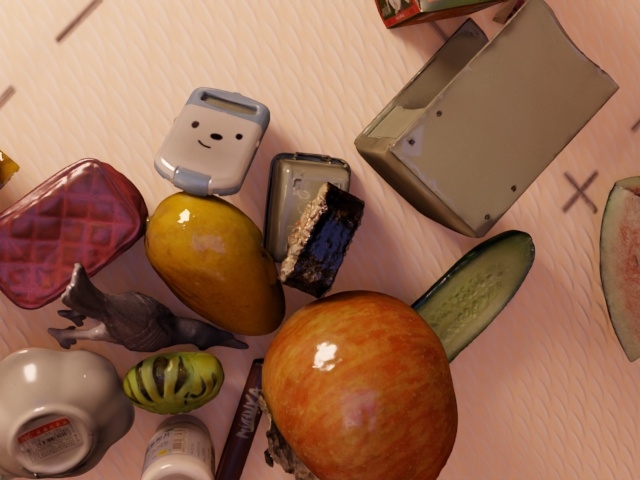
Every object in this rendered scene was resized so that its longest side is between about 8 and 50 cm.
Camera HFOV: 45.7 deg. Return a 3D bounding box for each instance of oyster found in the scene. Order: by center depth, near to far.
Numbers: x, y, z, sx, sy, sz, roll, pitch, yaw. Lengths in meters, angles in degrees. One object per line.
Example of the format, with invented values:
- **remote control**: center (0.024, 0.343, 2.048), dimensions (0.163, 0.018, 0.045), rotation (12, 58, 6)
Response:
- **oyster**: center (-0.050, 0.305, 1.150), dimensions (0.061, 0.200, 0.106), rotation (-17, 59, 5)

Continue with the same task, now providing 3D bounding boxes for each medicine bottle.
- **medicine bottle**: center (-0.202, 0.325, 1.085), dimensions (0.102, 0.187, 0.103), rotation (-1, 100, -8)

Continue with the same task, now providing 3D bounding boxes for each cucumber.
- **cucumber**: center (0.230, 0.077, 1.169), dimensions (0.244, 0.063, 0.115), rotation (-41, 109, 0)

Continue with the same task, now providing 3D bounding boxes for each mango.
- **mango**: center (-0.137, 0.039, 1.057), dimensions (0.167, 0.130, 0.262), rotation (4, 142, 29)

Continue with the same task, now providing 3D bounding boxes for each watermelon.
- **watermelon**: center (0.590, 0.063, 1.137), dimensions (0.283, 0.292, 0.250), rotation (-9, 130, -7)

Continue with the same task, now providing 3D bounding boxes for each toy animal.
- **toy animal**: center (-0.279, 0.108, 1.044), dimensions (0.206, 0.367, 0.081), rotation (-7, 68, 26)

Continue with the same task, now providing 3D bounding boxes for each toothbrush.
- **toothbrush**: center (-0.139, 0.353, 1.174), dimensions (0.041, 0.041, 0.364), rotation (17, 96, -10)

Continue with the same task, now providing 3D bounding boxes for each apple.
- **apple**: center (0.068, 0.216, 1.060), dimensions (0.250, 0.277, 0.309), rotation (-39, 137, -7)

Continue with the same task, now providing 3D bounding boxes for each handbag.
- **handbag**: center (-0.349, -0.012, 1.039), dimensions (0.225, 0.135, 0.146), rotation (-37, 100, -5)

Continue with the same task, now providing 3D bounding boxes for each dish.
- **dish**: center (-0.371, 0.261, 1.052), dimensions (0.229, 0.081, 0.229), rotation (-6, 113, -15)

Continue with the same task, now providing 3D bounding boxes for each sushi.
- **sushi**: center (0.000, 0.000, 1.017), dimensions (0.078, 0.090, 0.150), rotation (25, 96, -8)

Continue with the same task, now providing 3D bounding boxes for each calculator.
- **calculator**: center (-0.144, -0.138, 1.033), dimensions (0.121, 0.210, 0.039), rotation (18, 139, 0)

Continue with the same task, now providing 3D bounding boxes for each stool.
- **stool**: center (0.207, -0.165, 1.035), dimensions (0.170, 0.243, 0.270), rotation (43, 92, -13)

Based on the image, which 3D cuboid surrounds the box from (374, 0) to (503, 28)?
- **box**: center (0.154, -0.390, 1.015), dimensions (0.148, 0.195, 0.177), rotation (-12, 101, -6)

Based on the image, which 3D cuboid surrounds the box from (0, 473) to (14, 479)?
- **box**: center (-0.513, 0.302, 1.113), dimensions (0.285, 0.044, 0.142), rotation (-26, 98, -4)

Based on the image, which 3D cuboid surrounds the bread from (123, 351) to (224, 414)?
- **bread**: center (-0.210, 0.209, 1.098), dimensions (0.130, 0.071, 0.139), rotation (-30, 147, 29)

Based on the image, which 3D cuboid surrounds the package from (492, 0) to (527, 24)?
- **package**: center (0.294, -0.356, 1.126), dimensions (0.059, 0.029, 0.083), rotation (14, 107, -17)

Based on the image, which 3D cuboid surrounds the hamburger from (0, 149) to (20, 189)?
- **hamburger**: center (-0.534, -0.081, 0.965), dimensions (0.243, 0.138, 0.262), rotation (33, 88, 20)

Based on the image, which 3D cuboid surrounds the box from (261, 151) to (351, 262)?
- **box**: center (-0.017, -0.039, 1.100), dimensions (0.124, 0.093, 0.172), rotation (4, 99, -9)
